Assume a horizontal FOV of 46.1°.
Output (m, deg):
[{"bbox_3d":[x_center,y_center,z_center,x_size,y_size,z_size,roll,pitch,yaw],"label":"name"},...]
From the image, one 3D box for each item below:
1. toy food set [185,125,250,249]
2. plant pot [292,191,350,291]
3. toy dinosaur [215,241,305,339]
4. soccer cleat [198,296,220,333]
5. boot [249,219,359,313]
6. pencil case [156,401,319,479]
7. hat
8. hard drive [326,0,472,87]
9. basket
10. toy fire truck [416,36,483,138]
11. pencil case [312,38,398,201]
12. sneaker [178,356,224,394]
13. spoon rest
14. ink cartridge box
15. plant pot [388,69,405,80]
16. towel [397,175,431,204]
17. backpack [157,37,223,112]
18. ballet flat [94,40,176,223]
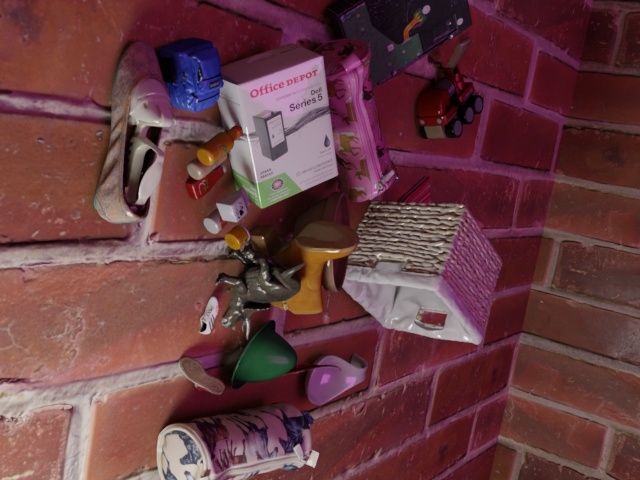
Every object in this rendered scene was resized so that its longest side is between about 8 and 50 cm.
[{"bbox_3d":[-0.186,-0.106,1.480,0.104,0.111,0.232,-46,131,-37],"label":"toy food set"},{"bbox_3d":[0.000,0.000,1.774,0.237,0.109,0.237,5,90,-79],"label":"plant pot"},{"bbox_3d":[-0.113,0.083,1.586,0.160,0.313,0.121,39,44,-27],"label":"toy dinosaur"},{"bbox_3d":[-0.237,0.160,1.593,0.035,0.029,0.083,1,107,-61],"label":"soccer cleat"},{"bbox_3d":[-0.018,0.069,1.637,0.104,0.295,0.211,-47,128,-42],"label":"boot"},{"bbox_3d":[-0.178,0.462,1.664,0.410,0.183,0.160,6,98,-56],"label":"pencil case"},{"bbox_3d":[-0.072,0.292,1.711,0.208,0.183,0.173,-53,164,-33],"label":"hat"},{"bbox_3d":[0.195,-0.534,1.792,0.339,0.064,0.237,-35,136,-8],"label":"hard drive"},{"bbox_3d":[0.273,0.079,2.034,0.331,0.328,0.266,44,60,-45],"label":"basket"},{"bbox_3d":[0.371,-0.441,2.166,0.217,0.158,0.246,-46,126,-36],"label":"toy fire truck"},{"bbox_3d":[0.075,-0.276,1.749,0.160,0.167,0.386,-61,145,-39],"label":"pencil case"},{"bbox_3d":[-0.264,0.288,1.603,0.118,0.067,0.042,43,65,-21],"label":"sneaker"},{"bbox_3d":[0.049,0.367,2.055,0.276,0.084,0.137,-6,108,-56],"label":"spoon rest"},{"bbox_3d":[-0.087,-0.234,1.527,0.198,0.115,0.273,-26,127,-24],"label":"ink cartridge box"},{"bbox_3d":[0.179,-0.532,1.929,0.236,0.032,0.236,-26,124,-48],"label":"plant pot"},{"bbox_3d":[0.296,-0.035,2.309,0.199,0.031,0.275,-42,134,-41],"label":"towel"},{"bbox_3d":[-0.229,-0.292,1.356,0.098,0.101,0.120,-29,130,-39],"label":"backpack"},{"bbox_3d":[-0.302,-0.179,1.285,0.107,0.106,0.316,1,102,-56],"label":"ballet flat"}]
